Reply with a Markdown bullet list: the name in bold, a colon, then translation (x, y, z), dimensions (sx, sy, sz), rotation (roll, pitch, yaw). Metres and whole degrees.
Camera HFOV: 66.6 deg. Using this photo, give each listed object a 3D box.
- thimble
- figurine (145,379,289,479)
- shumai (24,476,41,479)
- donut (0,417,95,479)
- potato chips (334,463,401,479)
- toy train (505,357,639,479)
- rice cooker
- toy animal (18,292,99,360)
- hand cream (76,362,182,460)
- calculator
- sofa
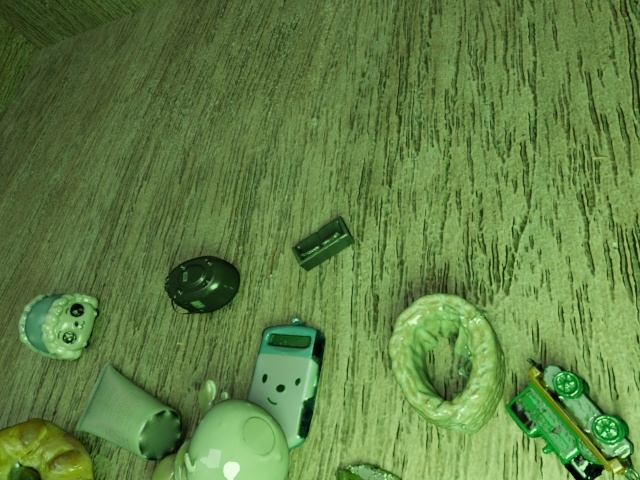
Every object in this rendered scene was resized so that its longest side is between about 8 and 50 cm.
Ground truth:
- **thimble**: translation (0.230, 0.221, 0.894), dimensions (0.196, 0.148, 0.229), rotation (1, 63, 31)
- **figurine**: translation (-0.236, 0.438, 0.994), dimensions (0.394, 0.226, 0.275), rotation (-42, 48, 33)
- **shumai**: translation (-0.887, 0.725, 1.260), dimensions (0.263, 0.304, 0.309), rotation (-56, 39, 37)
- **donut**: translation (-0.692, 0.584, 1.151), dimensions (0.299, 0.150, 0.317), rotation (-9, 41, -14)
- **potato chips**: translation (0.098, 0.520, 0.882), dimensions (0.202, 0.029, 0.220), rotation (-26, 57, 15)
- **toy train**: translation (0.401, 0.297, 0.792), dimensions (0.136, 0.091, 0.228), rotation (-44, 52, 15)
- **rice cooker**: translation (-0.313, 0.116, 1.280), dimensions (0.203, 0.118, 0.142), rotation (-18, 57, 16)
- **toy animal**: translation (-0.784, 0.245, 1.458), dimensions (0.204, 0.156, 0.208), rotation (-2, 67, 33)
- **hand cream**: translation (-0.491, 0.437, 1.223), dimensions (0.358, 0.118, 0.186), rotation (5, 70, 40)
- **calculator**: translation (-0.079, 0.312, 1.080), dimensions (0.173, 0.051, 0.293), rotation (-3, 63, 30)
- **sofa**: translation (0.000, 0.000, 1.203), dimensions (0.147, 0.060, 0.085), rotation (-32, 52, 11)
